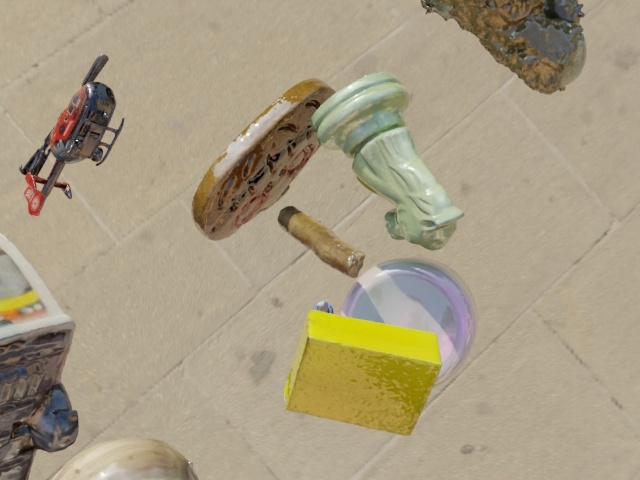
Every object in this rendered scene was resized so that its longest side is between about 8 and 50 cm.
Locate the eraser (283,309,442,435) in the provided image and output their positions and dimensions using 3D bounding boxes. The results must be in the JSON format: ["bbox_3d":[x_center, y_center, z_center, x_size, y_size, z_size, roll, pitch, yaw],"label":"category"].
[{"bbox_3d":[0.036,0.120,0.829,0.122,0.097,0.045,13,36,-8],"label":"eraser"}]

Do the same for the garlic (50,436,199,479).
[{"bbox_3d":[-0.139,0.255,0.662,0.152,0.228,0.228,-19,82,-20],"label":"garlic"}]

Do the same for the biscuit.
[{"bbox_3d":[-0.095,-0.138,1.728,0.063,0.314,0.367,39,73,16],"label":"biscuit"}]

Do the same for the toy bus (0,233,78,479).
[{"bbox_3d":[-0.194,0.107,0.449,0.092,0.268,0.106,-16,55,-41],"label":"toy bus"}]

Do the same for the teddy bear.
[{"bbox_3d":[0.217,-0.319,0.965,0.256,0.156,0.267,-54,134,-22],"label":"teddy bear"}]

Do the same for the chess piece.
[{"bbox_3d":[0.121,-0.112,1.505,0.176,0.176,0.298,-25,76,-14],"label":"chess piece"}]

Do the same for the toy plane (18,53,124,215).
[{"bbox_3d":[-0.203,-0.079,0.743,0.060,0.037,0.145,47,112,38],"label":"toy plane"}]

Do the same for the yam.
[{"bbox_3d":[0.000,0.000,1.593,0.057,0.241,0.056,-15,119,-28],"label":"yam"}]

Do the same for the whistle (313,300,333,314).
[{"bbox_3d":[0.003,0.103,1.285,0.033,0.083,0.029,-23,65,-5],"label":"whistle"}]

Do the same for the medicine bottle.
[{"bbox_3d":[0.175,0.149,1.738,0.241,0.302,0.241,0,91,12],"label":"medicine bottle"}]
